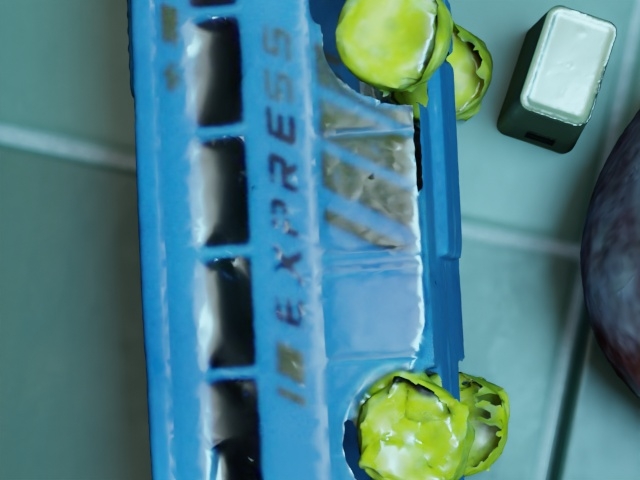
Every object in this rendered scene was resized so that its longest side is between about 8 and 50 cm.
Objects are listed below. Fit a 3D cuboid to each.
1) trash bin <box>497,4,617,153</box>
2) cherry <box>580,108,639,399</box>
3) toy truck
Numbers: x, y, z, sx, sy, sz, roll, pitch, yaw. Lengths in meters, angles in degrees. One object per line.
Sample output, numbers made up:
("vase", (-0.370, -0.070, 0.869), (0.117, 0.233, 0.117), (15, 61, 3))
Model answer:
("trash bin", (0.119, -0.082, 0.948), (0.043, 0.092, 0.061), (19, 87, 3))
("cherry", (0.248, -0.012, 0.883), (0.203, 0.230, 0.300), (32, 73, -41))
("toy truck", (0.000, 0.000, 0.920), (0.162, 0.161, 0.385), (-4, 87, 12))
